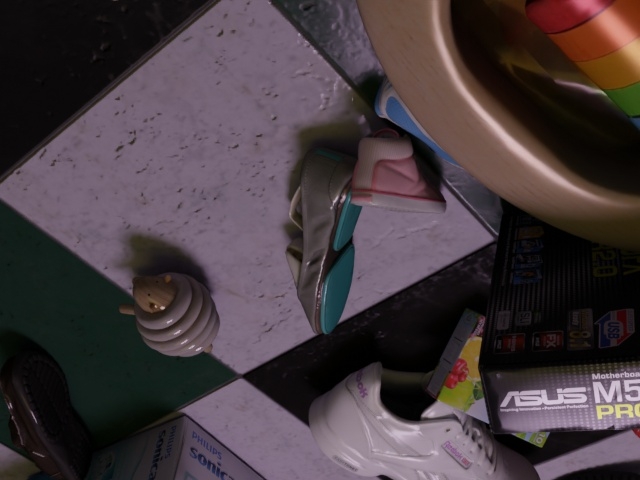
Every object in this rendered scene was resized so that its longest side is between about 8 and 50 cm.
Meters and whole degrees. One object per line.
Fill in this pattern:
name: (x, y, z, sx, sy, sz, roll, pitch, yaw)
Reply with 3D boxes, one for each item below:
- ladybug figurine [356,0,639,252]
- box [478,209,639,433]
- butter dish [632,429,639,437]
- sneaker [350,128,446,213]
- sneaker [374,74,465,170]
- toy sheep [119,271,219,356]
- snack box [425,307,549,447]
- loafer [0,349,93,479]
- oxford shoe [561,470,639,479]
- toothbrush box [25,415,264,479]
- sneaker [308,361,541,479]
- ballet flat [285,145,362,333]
ladybug figurine: (0.209, -0.163, 0.591, 0.305, 0.162, 0.449, -36, 119, 27)
box: (0.247, 0.044, 0.695, 0.216, 0.270, 0.060, -7, 114, 19)
butter dish: (0.391, 0.169, 0.913, 0.160, 0.118, 0.160, 7, 133, 0)
sneaker: (0.073, -0.060, 0.768, 0.051, 0.070, 0.134, 2, 178, 35)
sneaker: (0.151, -0.086, 0.737, 0.237, 0.085, 0.086, 28, 156, -24)
toy sheep: (-0.148, 0.078, 0.901, 0.091, 0.091, 0.132, -17, 142, 19)
snack box: (0.195, 0.146, 0.929, 0.141, 0.037, 0.100, 27, 92, -19)
loafer: (-0.340, 0.218, 1.043, 0.078, 0.080, 0.220, -1, 129, 9)
oxford shoe: (0.331, 0.357, 1.130, 0.227, 0.083, 0.096, -31, 142, 29)
toothbrush box: (-0.228, 0.375, 1.149, 0.295, 0.126, 0.216, -25, 126, 23)
sneaker: (0.144, 0.232, 0.994, 0.305, 0.114, 0.152, 25, 128, -18)
ballet flat: (0.000, 0.000, 0.839, 0.068, 0.072, 0.213, 26, 134, 18)
